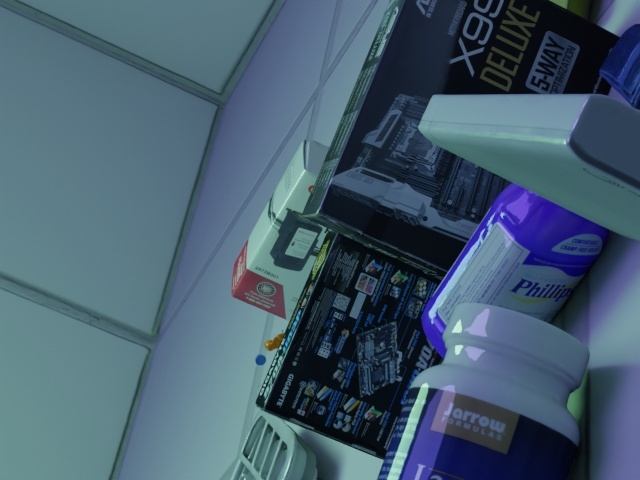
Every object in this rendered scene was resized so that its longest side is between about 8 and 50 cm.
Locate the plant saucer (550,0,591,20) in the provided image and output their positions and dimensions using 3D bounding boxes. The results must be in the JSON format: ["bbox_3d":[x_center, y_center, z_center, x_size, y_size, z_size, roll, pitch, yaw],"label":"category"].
[{"bbox_3d":[0.272,-0.267,1.700,0.188,0.045,0.188,-49,21,54],"label":"plant saucer"}]

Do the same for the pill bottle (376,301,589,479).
[{"bbox_3d":[0.129,0.196,1.200,0.265,0.153,0.153,-70,13,-14],"label":"pill bottle"}]

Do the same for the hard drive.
[{"bbox_3d":[0.224,-0.043,1.060,0.047,0.233,0.353,-65,13,0],"label":"hard drive"}]

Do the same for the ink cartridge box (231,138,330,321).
[{"bbox_3d":[0.000,0.000,2.038,0.237,0.172,0.100,-59,15,27],"label":"ink cartridge box"}]

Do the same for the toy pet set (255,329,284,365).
[{"bbox_3d":[-0.018,0.152,1.975,0.114,0.122,0.065,-46,21,1],"label":"toy pet set"}]

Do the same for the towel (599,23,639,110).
[{"bbox_3d":[0.313,-0.172,1.398,0.067,0.029,0.119,-61,13,18],"label":"towel"}]

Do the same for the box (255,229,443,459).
[{"bbox_3d":[0.049,0.121,1.615,0.220,0.175,0.051,-68,14,-5],"label":"box"}]

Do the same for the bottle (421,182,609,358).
[{"bbox_3d":[0.205,-0.002,1.328,0.092,0.118,0.283,54,125,36],"label":"bottle"}]

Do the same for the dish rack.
[{"bbox_3d":[-0.092,0.403,1.919,0.333,0.072,0.285,-66,13,-1],"label":"dish rack"}]

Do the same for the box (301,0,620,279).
[{"bbox_3d":[0.151,-0.117,1.479,0.308,0.242,0.076,-67,13,-7],"label":"box"}]
